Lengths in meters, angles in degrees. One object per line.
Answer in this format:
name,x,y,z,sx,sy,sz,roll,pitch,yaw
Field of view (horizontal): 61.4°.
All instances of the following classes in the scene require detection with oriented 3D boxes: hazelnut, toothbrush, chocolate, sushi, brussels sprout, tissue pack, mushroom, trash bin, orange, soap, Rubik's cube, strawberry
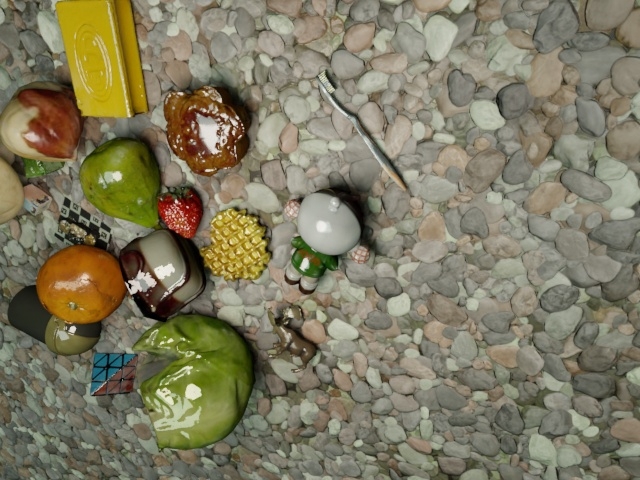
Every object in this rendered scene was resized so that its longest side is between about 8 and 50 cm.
hazelnut,-0.815,-0.331,1.602,0.261,0.261,0.241,-31,125,30
toothbrush,0.108,-0.277,1.395,0.037,0.028,0.375,-34,98,23
chocolate,-0.464,0.092,1.654,0.186,0.283,0.284,-22,105,5
sushi,-0.842,-0.014,1.872,0.215,0.050,0.192,34,121,4
brussels sprout,-0.395,0.446,1.755,0.360,0.342,0.426,-17,72,-11
tissue pack,-0.991,-0.143,1.859,0.094,0.074,0.059,39,128,-1
mushroom,-1.116,-0.172,1.722,0.325,0.353,0.353,48,121,8
trash bin,-0.949,0.293,1.969,0.333,0.214,0.214,19,119,22
orange,-0.796,0.145,1.810,0.283,0.226,0.284,-4,132,-4
soap,-0.617,-0.511,1.529,0.204,0.096,0.325,5,115,19
Rubik's cube,-0.822,0.514,2.106,0.178,0.211,0.191,35,149,28
strawberry,-0.421,-0.088,1.634,0.131,0.131,0.148,8,135,18

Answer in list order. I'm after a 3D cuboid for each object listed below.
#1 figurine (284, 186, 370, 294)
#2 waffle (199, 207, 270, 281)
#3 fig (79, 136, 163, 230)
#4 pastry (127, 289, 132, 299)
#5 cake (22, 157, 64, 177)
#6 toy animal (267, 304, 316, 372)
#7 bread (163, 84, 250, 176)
figurine,0.000,0.000,1.490,0.281,0.167,0.370,35,130,8
waffle,-0.269,0.013,1.660,0.248,0.056,0.253,4,117,19
fig,-0.587,-0.148,1.609,0.232,0.233,0.314,1,108,21
pastry,-0.603,0.187,1.865,0.169,0.063,0.087,1,116,20
cake,-0.936,-0.321,1.738,0.099,0.100,0.235,-14,108,26
toy animal,-0.099,0.302,1.716,0.214,0.094,0.186,33,126,-4
bread,-0.299,-0.300,1.480,0.231,0.135,0.247,-3,112,22
